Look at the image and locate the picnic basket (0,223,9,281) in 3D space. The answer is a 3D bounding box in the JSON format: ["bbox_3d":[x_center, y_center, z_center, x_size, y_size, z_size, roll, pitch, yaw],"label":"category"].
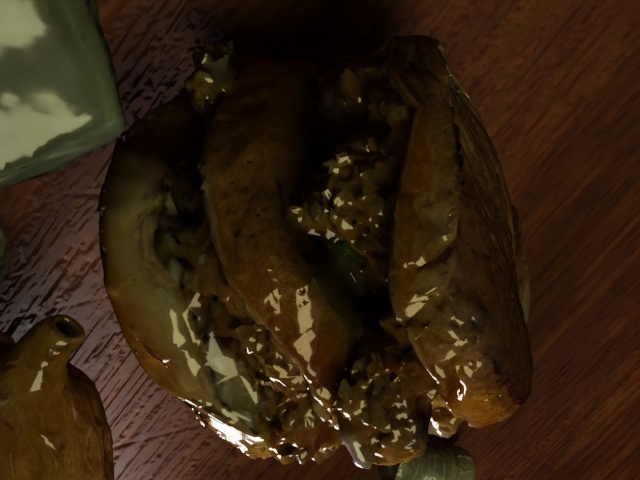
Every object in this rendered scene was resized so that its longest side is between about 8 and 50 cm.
[{"bbox_3d":[-0.226,0.002,0.796,0.083,0.065,0.083,17,141,-29],"label":"picnic basket"}]

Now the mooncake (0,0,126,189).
[{"bbox_3d":[-0.237,-0.118,0.601,0.250,0.136,0.254,-22,114,-7],"label":"mooncake"}]

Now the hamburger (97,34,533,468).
[{"bbox_3d":[0.009,-0.006,0.762,0.211,0.245,0.261,-16,117,22],"label":"hamburger"}]

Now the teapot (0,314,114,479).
[{"bbox_3d":[-0.254,0.129,0.854,0.311,0.167,0.203,-27,166,34],"label":"teapot"}]

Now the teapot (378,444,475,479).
[{"bbox_3d":[0.085,0.199,1.137,0.083,0.057,0.067,24,149,-32],"label":"teapot"}]
